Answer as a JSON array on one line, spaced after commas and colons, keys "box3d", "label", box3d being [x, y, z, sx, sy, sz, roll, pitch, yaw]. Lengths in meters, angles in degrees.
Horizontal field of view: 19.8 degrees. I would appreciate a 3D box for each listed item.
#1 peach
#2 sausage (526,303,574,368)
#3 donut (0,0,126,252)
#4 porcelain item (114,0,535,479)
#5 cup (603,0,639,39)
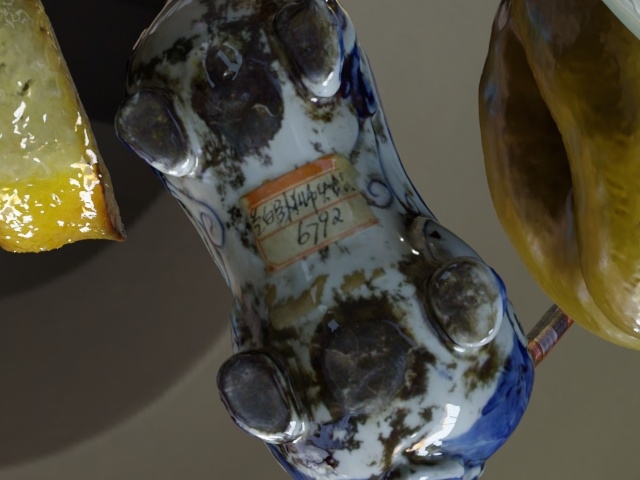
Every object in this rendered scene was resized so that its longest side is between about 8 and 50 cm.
[{"box3d": [0.172, -0.062, 0.978, 0.251, 0.153, 0.251, -179, -90, -81], "label": "peach"}, {"box3d": [0.183, 0.082, 1.536, 0.025, 0.198, 0.028, -12, -79, 25], "label": "sausage"}, {"box3d": [-0.160, -0.072, 0.925, 0.190, 0.075, 0.174, 152, -81, -85], "label": "donut"}, {"box3d": [0.000, 0.000, 0.915, 0.138, 0.186, 0.288, -28, -101, 3], "label": "porcelain item"}, {"box3d": [0.168, -0.051, 0.433, 0.202, 0.173, 0.255, 73, -6, -72], "label": "cup"}]
